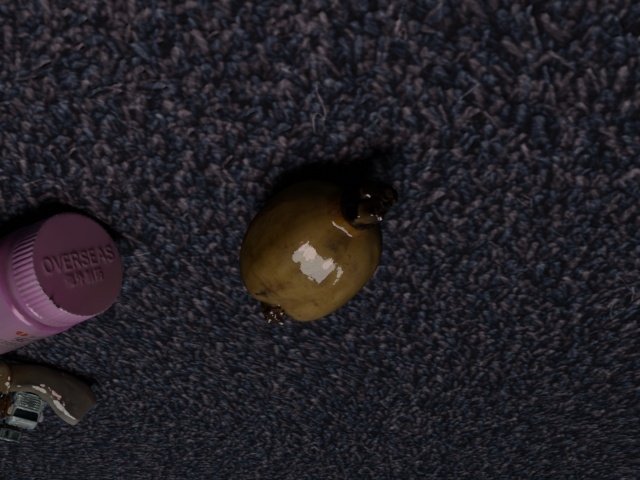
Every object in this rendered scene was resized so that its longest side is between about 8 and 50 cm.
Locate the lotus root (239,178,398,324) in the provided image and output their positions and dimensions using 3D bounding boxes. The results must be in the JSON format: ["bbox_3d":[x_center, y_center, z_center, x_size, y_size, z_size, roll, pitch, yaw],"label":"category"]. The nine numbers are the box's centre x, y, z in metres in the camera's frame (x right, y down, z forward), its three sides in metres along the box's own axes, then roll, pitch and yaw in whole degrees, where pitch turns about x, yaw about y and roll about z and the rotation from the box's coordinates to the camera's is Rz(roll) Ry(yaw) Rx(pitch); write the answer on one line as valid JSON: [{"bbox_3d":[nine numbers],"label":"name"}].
[{"bbox_3d":[0.000,0.000,1.447,0.182,0.183,0.310,19,146,-20],"label":"lotus root"}]

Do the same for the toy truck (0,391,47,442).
[{"bbox_3d":[-0.662,0.380,2.279,0.080,0.115,0.177,22,161,-24],"label":"toy truck"}]

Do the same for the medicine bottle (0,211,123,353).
[{"bbox_3d":[-0.469,0.073,1.667,0.290,0.178,0.178,-20,140,38],"label":"medicine bottle"}]

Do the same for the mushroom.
[{"bbox_3d":[-0.582,0.307,2.192,0.223,0.092,0.081,30,178,-24],"label":"mushroom"}]
